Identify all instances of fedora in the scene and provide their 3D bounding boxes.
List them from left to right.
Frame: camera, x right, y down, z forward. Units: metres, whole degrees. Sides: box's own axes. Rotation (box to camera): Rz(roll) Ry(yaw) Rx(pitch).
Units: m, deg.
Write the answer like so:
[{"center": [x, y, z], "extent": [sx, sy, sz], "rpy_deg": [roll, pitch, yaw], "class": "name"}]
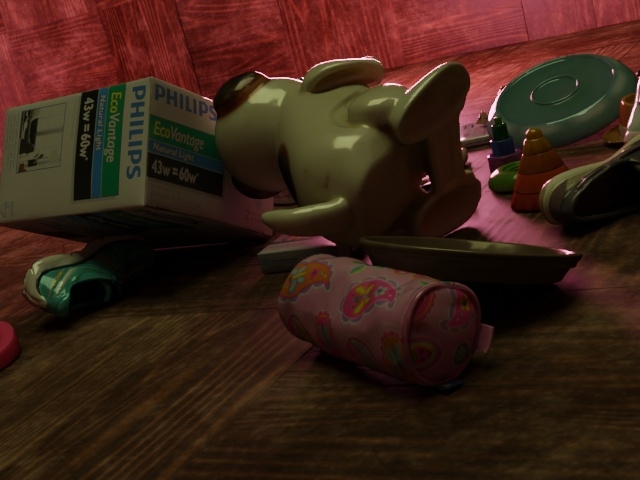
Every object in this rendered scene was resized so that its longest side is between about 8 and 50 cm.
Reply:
[{"center": [0.613, -0.237, 1.880], "extent": [0.194, 0.079, 0.194], "rpy_deg": [-14, 14, 4], "class": "fedora"}]

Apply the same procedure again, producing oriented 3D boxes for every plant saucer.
[{"center": [0.186, 0.023, 1.266], "extent": [0.278, 0.041, 0.278], "rpy_deg": [3, 3, 0], "class": "plant saucer"}, {"center": [0.489, -0.297, 2.076], "extent": [0.318, 0.043, 0.317], "rpy_deg": [-20, 34, 14], "class": "plant saucer"}]

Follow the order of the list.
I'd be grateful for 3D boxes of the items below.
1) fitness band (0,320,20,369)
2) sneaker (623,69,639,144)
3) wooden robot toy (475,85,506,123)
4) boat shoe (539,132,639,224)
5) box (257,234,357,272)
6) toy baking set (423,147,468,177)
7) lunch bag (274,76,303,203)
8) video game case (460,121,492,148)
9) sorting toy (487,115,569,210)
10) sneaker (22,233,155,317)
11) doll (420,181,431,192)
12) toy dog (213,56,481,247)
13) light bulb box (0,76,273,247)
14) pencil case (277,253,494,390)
[{"center": [-0.610, 0.193, 1.542], "extent": [0.291, 0.054, 0.209], "rpy_deg": [-18, 15, -17], "class": "fitness band"}, {"center": [0.627, -0.235, 1.689], "extent": [0.094, 0.151, 0.256], "rpy_deg": [9, -2, -36], "class": "sneaker"}, {"center": [0.418, -0.304, 2.228], "extent": [0.173, 0.079, 0.076], "rpy_deg": [-5, 17, 34], "class": "wooden robot toy"}, {"center": [0.462, -0.091, 1.470], "extent": [0.285, 0.102, 0.092], "rpy_deg": [-21, 21, -10], "class": "boat shoe"}, {"center": [0.000, 0.000, 1.690], "extent": [0.145, 0.038, 0.186], "rpy_deg": [-6, 16, 27], "class": "box"}, {"center": [0.198, -0.136, 2.024], "extent": [0.197, 0.030, 0.256], "rpy_deg": [-13, 14, 16], "class": "toy baking set"}, {"center": [-0.089, -0.217, 2.181], "extent": [0.169, 0.235, 0.287], "rpy_deg": [-9, 14, 0], "class": "lunch bag"}, {"center": [0.395, -0.248, 2.248], "extent": [0.173, 0.022, 0.190], "rpy_deg": [-11, 14, 14], "class": "video game case"}, {"center": [0.349, -0.154, 1.745], "extent": [0.127, 0.126, 0.365], "rpy_deg": [-15, 16, 1], "class": "sorting toy"}, {"center": [-0.382, 0.071, 1.737], "extent": [0.110, 0.107, 0.275], "rpy_deg": [28, 31, 25], "class": "sneaker"}, {"center": [0.208, -0.089, 1.795], "extent": [0.129, 0.046, 0.189], "rpy_deg": [-14, 6, 34], "class": "doll"}, {"center": [0.003, -0.136, 1.636], "extent": [0.395, 0.284, 0.408], "rpy_deg": [-43, 43, -23], "class": "toy dog"}, {"center": [-0.326, -0.121, 1.834], "extent": [0.361, 0.225, 0.358], "rpy_deg": [-5, -11, 34], "class": "light bulb box"}, {"center": [0.066, 0.087, 1.164], "extent": [0.124, 0.124, 0.284], "rpy_deg": [-23, 17, -29], "class": "pencil case"}]
